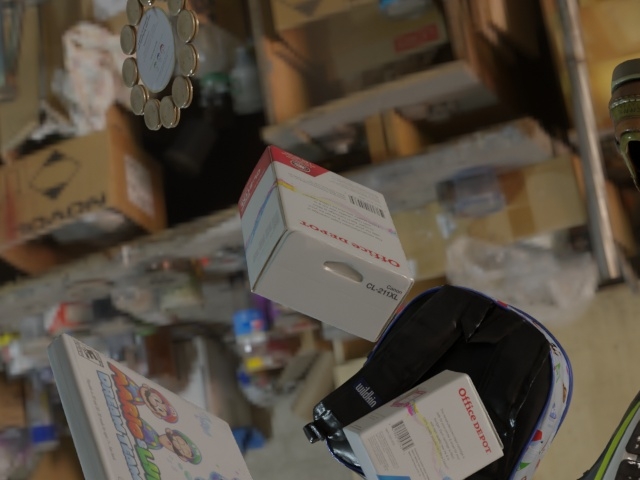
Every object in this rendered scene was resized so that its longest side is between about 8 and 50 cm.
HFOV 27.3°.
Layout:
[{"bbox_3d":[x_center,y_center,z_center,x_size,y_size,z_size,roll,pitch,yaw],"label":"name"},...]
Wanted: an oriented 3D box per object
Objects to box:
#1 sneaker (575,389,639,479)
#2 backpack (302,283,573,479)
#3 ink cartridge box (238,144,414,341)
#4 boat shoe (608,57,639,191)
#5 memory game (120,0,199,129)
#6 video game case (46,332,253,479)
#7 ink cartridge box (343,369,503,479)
[{"bbox_3d":[0.204,0.211,0.994,0.111,0.300,0.121,41,168,-22],"label":"sneaker"},{"bbox_3d":[0.170,0.192,1.561,0.277,0.263,0.213,32,-170,20],"label":"backpack"},{"bbox_3d":[0.000,0.000,1.185,0.127,0.175,0.072,24,112,-18],"label":"ink cartridge box"},{"bbox_3d":[0.403,-0.087,1.525,0.111,0.104,0.307,-7,151,35],"label":"boat shoe"},{"bbox_3d":[-0.186,-0.218,1.516,0.012,0.186,0.186,-5,164,-34],"label":"memory game"},{"bbox_3d":[-0.079,0.132,0.727,0.019,0.157,0.143,-44,132,11],"label":"video game case"},{"bbox_3d":[0.098,0.188,1.240,0.122,0.088,0.052,-27,-173,-15],"label":"ink cartridge box"}]
